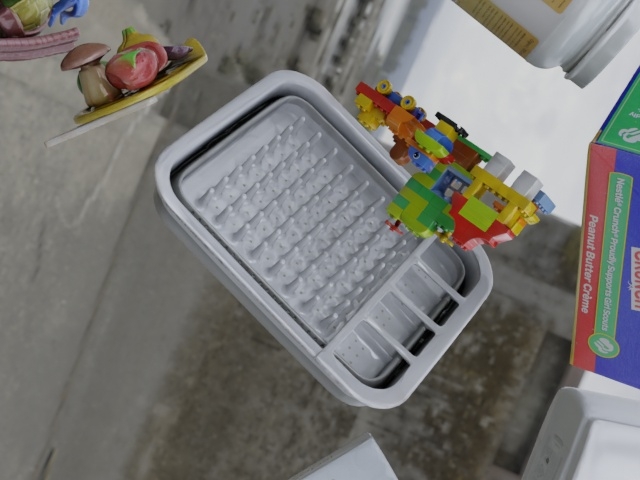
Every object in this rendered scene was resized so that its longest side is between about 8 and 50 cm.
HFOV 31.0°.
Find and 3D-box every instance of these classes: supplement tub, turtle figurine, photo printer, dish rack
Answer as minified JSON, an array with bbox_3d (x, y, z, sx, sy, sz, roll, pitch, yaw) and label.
[{"bbox_3d":[0.187,-0.240,0.991,0.144,0.200,0.144,-51,179,-1],"label":"supplement tub"},{"bbox_3d":[-0.413,-0.273,1.238,0.266,0.198,0.274,-48,138,-13],"label":"turtle figurine"},{"bbox_3d":[0.387,0.316,1.356,0.107,0.308,0.256,-126,-128,-67],"label":"photo printer"},{"bbox_3d":[0.000,0.000,1.183,0.285,0.333,0.072,-44,180,-44],"label":"dish rack"}]

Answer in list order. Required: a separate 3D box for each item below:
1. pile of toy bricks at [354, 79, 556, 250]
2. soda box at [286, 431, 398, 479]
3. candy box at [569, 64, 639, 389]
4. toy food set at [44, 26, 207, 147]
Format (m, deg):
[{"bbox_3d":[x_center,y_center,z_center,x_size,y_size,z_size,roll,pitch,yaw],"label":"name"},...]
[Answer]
[{"bbox_3d":[0.100,-0.046,1.022,0.105,0.212,0.118,-52,146,1],"label":"pile of toy bricks"},{"bbox_3d":[-0.018,0.304,1.305,0.216,0.073,0.069,-30,178,-3],"label":"soda box"},{"bbox_3d":[0.348,-0.054,1.099,0.317,0.122,0.268,-52,149,-42],"label":"candy box"},{"bbox_3d":[-0.195,-0.172,1.136,0.128,0.071,0.218,-19,-163,18],"label":"toy food set"}]
